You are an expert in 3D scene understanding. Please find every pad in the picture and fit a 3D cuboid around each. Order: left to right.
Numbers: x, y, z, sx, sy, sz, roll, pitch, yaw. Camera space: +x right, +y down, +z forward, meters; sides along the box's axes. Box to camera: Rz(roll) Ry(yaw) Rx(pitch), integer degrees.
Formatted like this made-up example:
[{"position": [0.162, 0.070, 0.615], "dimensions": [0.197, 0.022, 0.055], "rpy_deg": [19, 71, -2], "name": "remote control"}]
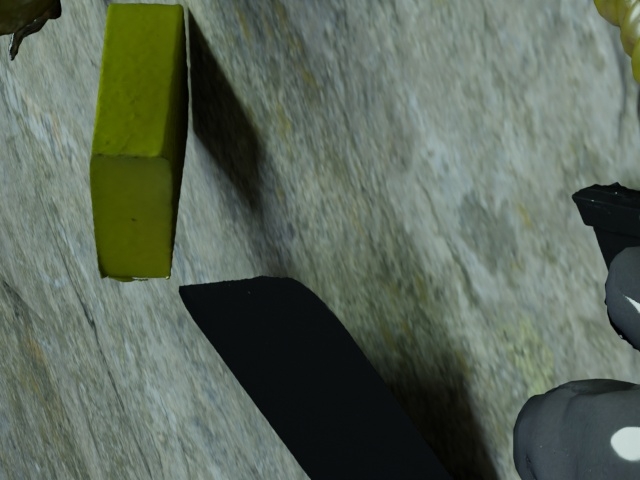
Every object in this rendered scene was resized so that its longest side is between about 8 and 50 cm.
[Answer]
[{"position": [-0.022, 0.007, 0.901], "dimensions": [0.250, 0.055, 0.323], "rpy_deg": [175, 77, -72], "name": "pad"}]

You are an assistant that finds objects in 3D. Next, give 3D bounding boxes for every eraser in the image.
[{"position": [-0.096, -0.053, 0.991], "dimensions": [0.097, 0.045, 0.122], "rpy_deg": [94, 177, -45], "name": "eraser"}]

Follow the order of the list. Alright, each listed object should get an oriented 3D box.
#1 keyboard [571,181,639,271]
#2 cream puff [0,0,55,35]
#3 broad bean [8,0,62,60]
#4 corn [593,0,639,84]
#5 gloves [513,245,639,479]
[{"position": [0.136, 0.018, 0.537], "dimensions": [0.195, 0.018, 0.060], "rpy_deg": [21, 134, 66], "name": "keyboard"}, {"position": [-0.155, -0.219, 0.840], "dimensions": [0.244, 0.196, 0.244], "rpy_deg": [-35, 39, 35], "name": "cream puff"}, {"position": [-0.179, -0.270, 1.078], "dimensions": [0.075, 0.067, 0.325], "rpy_deg": [-82, -15, -57], "name": "broad bean"}, {"position": [0.076, -0.118, 0.456], "dimensions": [0.101, 0.101, 0.292], "rpy_deg": [92, 156, -46], "name": "corn"}, {"position": [0.128, 0.074, 0.473], "dimensions": [0.285, 0.119, 0.142], "rpy_deg": [-177, 89, -73], "name": "gloves"}]
